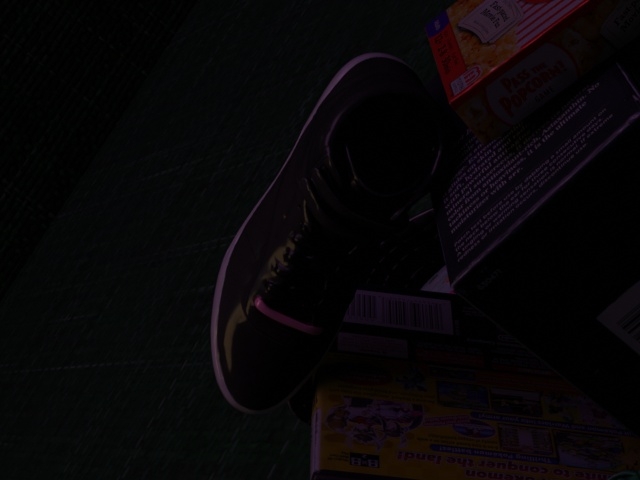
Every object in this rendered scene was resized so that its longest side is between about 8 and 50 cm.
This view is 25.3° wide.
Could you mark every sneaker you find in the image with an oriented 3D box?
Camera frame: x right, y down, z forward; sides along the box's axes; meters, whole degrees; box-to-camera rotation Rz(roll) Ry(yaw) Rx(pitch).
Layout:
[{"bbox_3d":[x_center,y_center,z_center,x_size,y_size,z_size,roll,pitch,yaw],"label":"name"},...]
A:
[{"bbox_3d":[0.054,0.065,1.562,0.283,0.107,0.124,-49,16,6],"label":"sneaker"},{"bbox_3d":[0.000,0.000,1.038,0.296,0.104,0.147,-65,8,3],"label":"sneaker"}]

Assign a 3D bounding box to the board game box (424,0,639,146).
[{"bbox_3d":[0.167,-0.163,0.970,0.193,0.045,0.147,-36,25,15],"label":"board game box"}]

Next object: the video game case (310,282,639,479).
[{"bbox_3d":[0.130,0.128,1.125,0.248,0.274,0.035,-88,6,-57],"label":"video game case"}]

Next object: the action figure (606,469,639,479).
[{"bbox_3d":[0.193,0.240,0.990,0.232,0.063,0.137,-60,38,17],"label":"action figure"}]

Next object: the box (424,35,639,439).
[{"bbox_3d":[0.237,-0.011,1.056,0.183,0.296,0.294,-43,22,20],"label":"box"}]

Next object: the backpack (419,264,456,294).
[{"bbox_3d":[0.136,0.087,1.322,0.182,0.115,0.152,-41,26,52],"label":"backpack"}]
